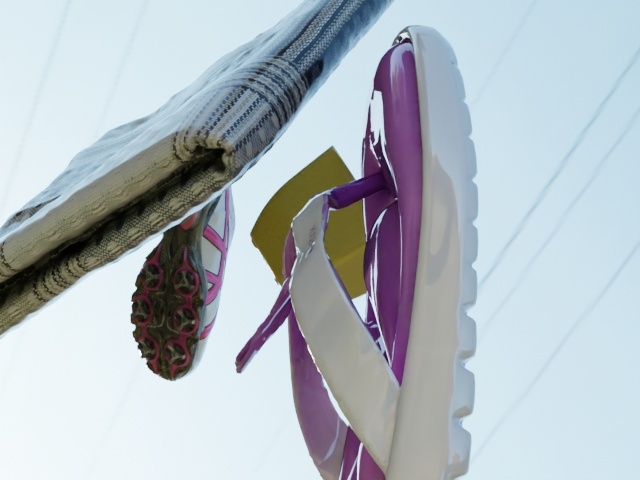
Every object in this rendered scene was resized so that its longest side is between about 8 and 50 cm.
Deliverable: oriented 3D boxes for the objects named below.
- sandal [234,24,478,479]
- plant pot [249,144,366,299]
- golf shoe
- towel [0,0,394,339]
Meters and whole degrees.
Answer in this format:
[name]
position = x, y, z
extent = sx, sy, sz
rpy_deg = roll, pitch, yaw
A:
[sandal]
position = 0.011, 0.064, 0.832
extent = 0.102, 0.416, 0.169
rpy_deg = 8, -31, -7
[plant pot]
position = 0.000, 0.000, 1.208
extent = 0.081, 0.083, 0.081
rpy_deg = 59, -1, 25
[golf shoe]
position = -0.092, 0.012, 1.300
extent = 0.067, 0.086, 0.186
rpy_deg = 10, -82, 32
[towel]
position = -0.106, -0.053, 1.045
extent = 0.324, 0.312, 0.056
rpy_deg = -32, -77, 35
